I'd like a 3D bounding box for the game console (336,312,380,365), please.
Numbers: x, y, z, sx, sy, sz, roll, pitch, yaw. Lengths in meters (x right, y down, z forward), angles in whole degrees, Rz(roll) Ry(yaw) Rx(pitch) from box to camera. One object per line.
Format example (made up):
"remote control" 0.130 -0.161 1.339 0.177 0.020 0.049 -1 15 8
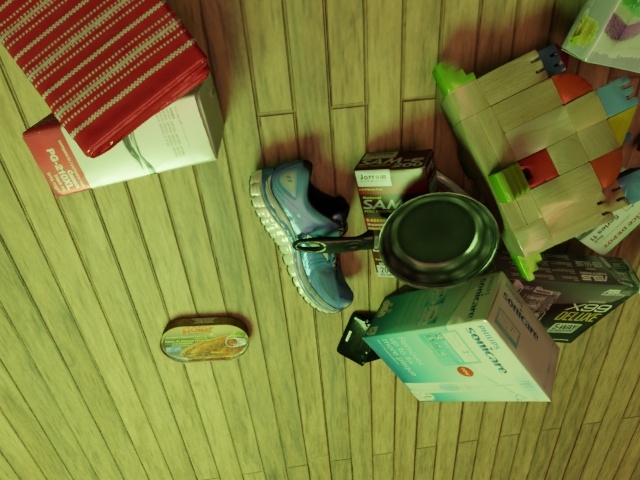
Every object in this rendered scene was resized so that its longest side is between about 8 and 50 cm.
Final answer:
"game console" 0.111 0.222 1.063 0.107 0.071 0.122 26 118 12

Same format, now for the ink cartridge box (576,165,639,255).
"ink cartridge box" 0.520 -0.084 0.886 0.208 0.087 0.153 27 114 -23

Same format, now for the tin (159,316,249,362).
"tin" -0.250 0.215 0.998 0.189 0.040 0.106 -1 125 -7

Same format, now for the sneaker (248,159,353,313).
"sneaker" 0.000 0.000 0.846 0.147 0.130 0.330 -22 121 9

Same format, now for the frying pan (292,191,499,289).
"frying pan" 0.138 0.020 0.793 0.326 0.053 0.197 -18 121 19

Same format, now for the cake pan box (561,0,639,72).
"cake pan box" 0.514 -0.357 0.637 0.266 0.070 0.246 4 130 -19

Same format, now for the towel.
"towel" -0.289 -0.264 0.571 0.198 0.031 0.275 -36 89 3

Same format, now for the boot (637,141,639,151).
"boot" 0.737 -0.144 0.874 0.280 0.096 0.264 11 119 -13

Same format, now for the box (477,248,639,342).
"box" 0.449 0.125 0.965 0.307 0.077 0.243 4 142 -10

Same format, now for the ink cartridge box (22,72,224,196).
"ink cartridge box" -0.272 -0.166 0.684 0.237 0.172 0.100 -13 121 0

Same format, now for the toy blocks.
"toy blocks" 0.380 -0.160 0.742 0.260 0.191 0.382 -26 91 8

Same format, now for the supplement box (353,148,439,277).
"supplement box" 0.153 -0.042 0.844 0.130 0.073 0.240 1 125 27

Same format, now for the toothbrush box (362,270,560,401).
"toothbrush box" 0.270 0.203 0.902 0.295 0.126 0.216 -22 115 47

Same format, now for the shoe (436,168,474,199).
"shoe" 0.237 -0.070 0.871 0.178 0.063 0.081 31 107 -28
